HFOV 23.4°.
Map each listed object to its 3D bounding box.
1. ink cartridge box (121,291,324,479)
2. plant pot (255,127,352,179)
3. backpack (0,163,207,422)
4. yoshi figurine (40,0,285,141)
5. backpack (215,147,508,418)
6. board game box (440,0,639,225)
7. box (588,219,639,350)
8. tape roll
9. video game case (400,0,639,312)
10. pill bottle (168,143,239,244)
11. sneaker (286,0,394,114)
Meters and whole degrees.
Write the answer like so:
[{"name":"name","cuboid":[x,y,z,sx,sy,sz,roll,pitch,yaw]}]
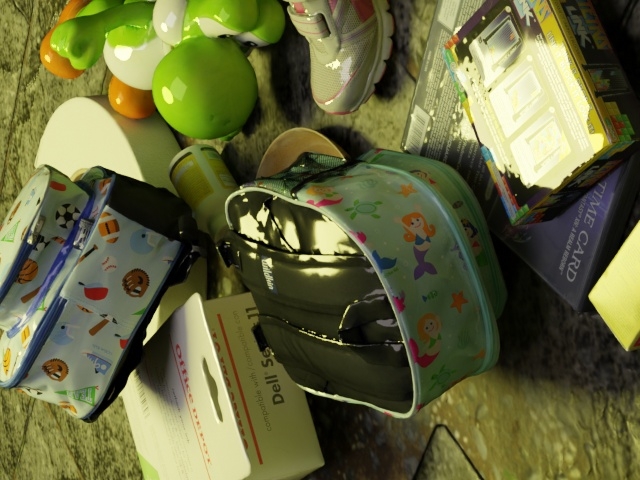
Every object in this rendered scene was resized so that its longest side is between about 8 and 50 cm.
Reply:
[{"name":"ink cartridge box","cuboid":[-0.106,0.185,1.691,0.353,0.119,0.207,-43,61,62]},{"name":"plant pot","cuboid":[0.000,0.000,1.597,0.236,0.032,0.236,18,112,55]},{"name":"backpack","cuboid":[-0.260,0.051,1.665,0.276,0.213,0.263,-151,81,-79]},{"name":"yoshi figurine","cuboid":[-0.175,-0.190,1.703,0.362,0.203,0.203,0,113,56]},{"name":"backpack","cuboid":[0.051,0.034,1.357,0.253,0.191,0.225,18,130,64]},{"name":"board game box","cuboid":[0.175,-0.119,1.226,0.141,0.048,0.170,-43,61,51]},{"name":"box","cuboid":[0.282,-0.019,1.088,0.058,0.087,0.232,60,141,30]},{"name":"tape roll","cuboid":[-0.265,0.005,1.987,0.392,0.072,0.392,21,115,56]},{"name":"video game case","cuboid":[0.169,-0.095,1.310,0.274,0.026,0.196,46,134,42]},{"name":"pill bottle","cuboid":[-0.122,-0.049,1.750,0.116,0.065,0.065,58,142,34]},{"name":"sneaker","cuboid":[-0.003,-0.244,1.467,0.103,0.111,0.252,11,107,57]}]
